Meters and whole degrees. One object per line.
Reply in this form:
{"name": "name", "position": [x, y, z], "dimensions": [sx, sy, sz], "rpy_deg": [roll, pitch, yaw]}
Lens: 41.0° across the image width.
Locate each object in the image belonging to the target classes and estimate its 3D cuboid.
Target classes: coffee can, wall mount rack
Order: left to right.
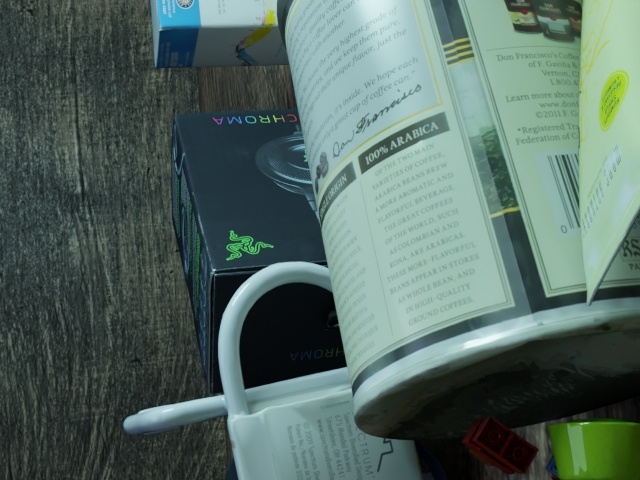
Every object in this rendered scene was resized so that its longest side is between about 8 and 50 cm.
{"name": "wall mount rack", "position": [0.038, 0.188, 0.580], "dimensions": [0.130, 0.304, 0.350], "rpy_deg": [-30, 70, 61]}
{"name": "coffee can", "position": [0.092, -0.043, 0.511], "dimensions": [0.201, 0.201, 0.275], "rpy_deg": [115, 148, -61]}

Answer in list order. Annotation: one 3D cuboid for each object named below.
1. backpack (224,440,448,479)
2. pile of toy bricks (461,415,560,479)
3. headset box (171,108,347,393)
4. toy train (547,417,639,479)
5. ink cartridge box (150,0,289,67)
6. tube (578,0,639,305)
{"name": "backpack", "position": [0.024, 0.288, 0.825], "dimensions": [0.276, 0.213, 0.264], "rpy_deg": [-3, 104, 69]}
{"name": "pile of toy bricks", "position": [0.135, 0.191, 0.484], "dimensions": [0.118, 0.212, 0.105], "rpy_deg": [-54, -5, -15]}
{"name": "headset box", "position": [0.000, 0.000, 0.783], "dimensions": [0.283, 0.246, 0.131], "rpy_deg": [-112, 23, -52]}
{"name": "toy train", "position": [0.121, 0.141, 0.368], "dimensions": [0.105, 0.247, 0.144], "rpy_deg": [135, 134, -71]}
{"name": "ink cartridge box", "position": [-0.109, -0.337, 1.148], "dimensions": [0.168, 0.232, 0.171], "rpy_deg": [150, 115, -76]}
{"name": "tube", "position": [0.144, -0.094, 0.387], "dimensions": [0.062, 0.070, 0.240], "rpy_deg": [-15, 46, 42]}
